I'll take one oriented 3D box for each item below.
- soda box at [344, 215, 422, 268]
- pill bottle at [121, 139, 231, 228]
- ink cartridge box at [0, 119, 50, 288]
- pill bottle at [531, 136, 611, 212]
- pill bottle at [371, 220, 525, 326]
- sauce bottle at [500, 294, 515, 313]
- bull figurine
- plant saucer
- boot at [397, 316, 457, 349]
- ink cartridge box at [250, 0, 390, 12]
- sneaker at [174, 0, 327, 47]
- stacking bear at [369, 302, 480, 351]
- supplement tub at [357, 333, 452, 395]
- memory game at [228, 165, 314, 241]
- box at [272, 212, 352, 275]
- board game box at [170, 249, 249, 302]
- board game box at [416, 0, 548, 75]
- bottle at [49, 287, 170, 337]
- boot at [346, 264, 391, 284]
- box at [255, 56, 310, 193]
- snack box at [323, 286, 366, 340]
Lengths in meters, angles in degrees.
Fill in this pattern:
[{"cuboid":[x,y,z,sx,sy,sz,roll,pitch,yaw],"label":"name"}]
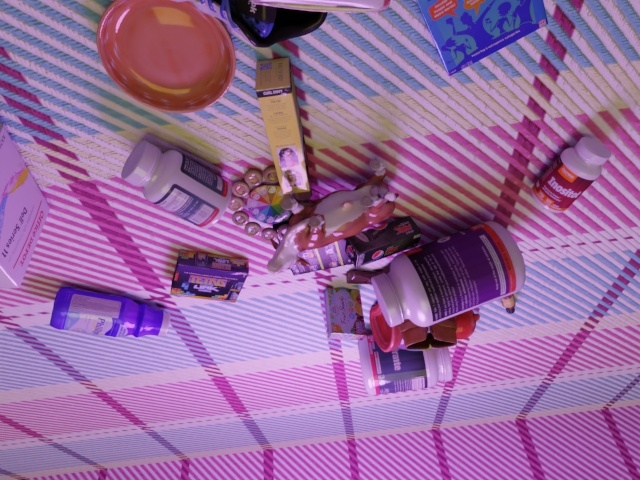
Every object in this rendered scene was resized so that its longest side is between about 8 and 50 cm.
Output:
[{"cuboid":[0.143,0.002,1.070,0.169,0.060,0.053,-18,145,-18],"label":"soda box"},{"cuboid":[-0.268,-0.106,0.878,0.108,0.108,0.180,-32,135,29],"label":"pill bottle"},{"cuboid":[-0.594,-0.054,0.816,0.119,0.207,0.353,0,142,-6],"label":"ink cartridge box"},{"cuboid":[0.516,-0.135,0.968,0.086,0.086,0.152,6,139,-15],"label":"pill bottle"},{"cuboid":[0.291,0.087,1.096,0.323,0.181,0.181,-20,141,-2],"label":"pill bottle"},{"cuboid":[0.565,0.184,1.410,0.042,0.042,0.128,-19,138,15],"label":"sauce bottle"},{"cuboid":[0.016,-0.042,0.931,0.310,0.101,0.188,-29,165,-5],"label":"bull figurine"},{"cuboid":[-0.229,-0.287,0.713,0.200,0.037,0.200,-4,142,-3],"label":"plant saucer"},{"cuboid":[0.323,0.159,1.201,0.284,0.220,0.109,-9,141,3],"label":"boot"},{"cuboid":[-0.001,-0.381,0.410,0.131,0.306,0.226,-2,141,-5],"label":"ink cartridge box"},{"cuboid":[-0.119,-0.321,0.549,0.316,0.182,0.127,9,119,-23],"label":"sneaker"},{"cuboid":[0.313,0.234,1.357,0.289,0.164,0.175,0,142,-15],"label":"stacking bear"},{"cuboid":[0.264,0.382,1.498,0.272,0.191,0.191,-9,142,3],"label":"supplement tub"},{"cuboid":[-0.103,-0.073,0.983,0.186,0.012,0.186,-1,127,-1],"label":"memory game"},{"cuboid":[0.000,0.000,1.101,0.184,0.045,0.190,-13,140,5],"label":"box"},{"cuboid":[-0.279,0.094,1.175,0.170,0.048,0.141,9,140,-19],"label":"board game box"},{"cuboid":[0.220,-0.363,0.671,0.160,0.047,0.210,-24,137,22],"label":"board game box"},{"cuboid":[-0.546,0.200,1.233,0.283,0.092,0.118,15,136,-25],"label":"bottle"},{"cuboid":[0.131,0.089,1.240,0.114,0.037,0.106,12,136,-15],"label":"boot"},{"cuboid":[-0.061,-0.191,0.819,0.058,0.087,0.232,-7,143,3],"label":"box"},{"cuboid":[0.065,0.200,1.280,0.100,0.141,0.037,6,141,-16],"label":"snack box"}]
